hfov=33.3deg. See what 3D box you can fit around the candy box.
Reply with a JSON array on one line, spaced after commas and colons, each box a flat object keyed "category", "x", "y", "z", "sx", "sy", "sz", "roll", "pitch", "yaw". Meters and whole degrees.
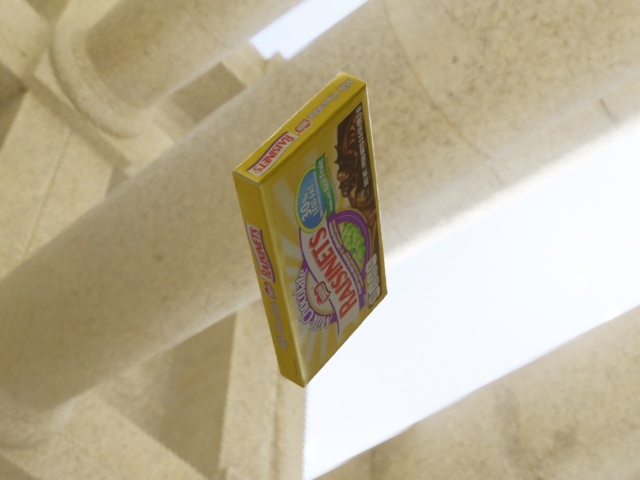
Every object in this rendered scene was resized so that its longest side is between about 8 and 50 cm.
[{"category": "candy box", "x": 0.000, "y": 0.000, "z": 0.702, "sx": 0.027, "sy": 0.105, "sz": 0.205, "roll": 29, "pitch": 149, "yaw": 30}]
